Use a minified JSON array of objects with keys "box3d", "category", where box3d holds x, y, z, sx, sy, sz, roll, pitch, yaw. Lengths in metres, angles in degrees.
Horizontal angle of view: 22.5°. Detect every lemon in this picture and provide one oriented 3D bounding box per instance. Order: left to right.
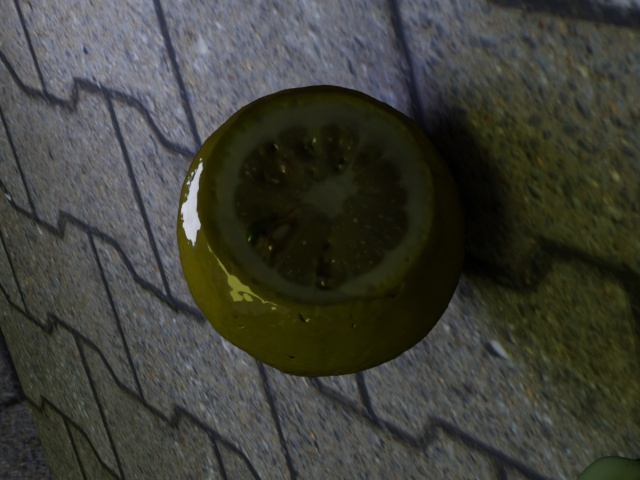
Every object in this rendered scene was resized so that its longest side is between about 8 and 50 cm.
[{"box3d":[0.000,0.000,1.338,0.240,0.240,0.219,58,170,15],"category":"lemon"}]

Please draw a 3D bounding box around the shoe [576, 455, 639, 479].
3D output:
[{"box3d":[0.236,0.243,1.207,0.140,0.128,0.262,54,-177,24],"category":"shoe"}]
